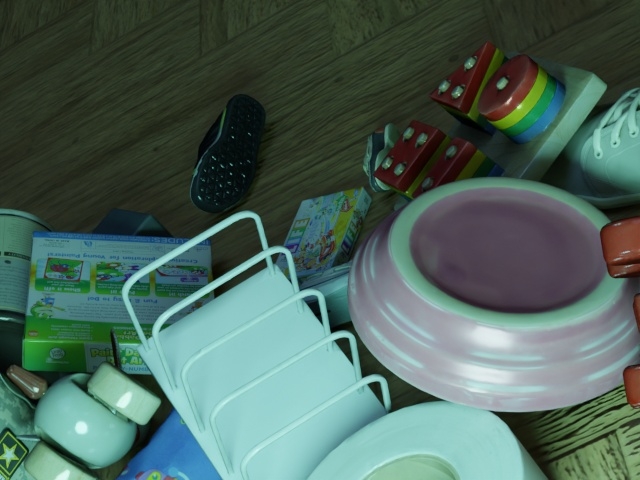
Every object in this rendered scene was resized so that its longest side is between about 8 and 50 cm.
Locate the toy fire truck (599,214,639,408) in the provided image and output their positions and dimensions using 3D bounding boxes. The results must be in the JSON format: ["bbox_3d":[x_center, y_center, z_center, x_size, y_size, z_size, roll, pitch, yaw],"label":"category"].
[{"bbox_3d":[0.400,0.056,1.508,0.253,0.302,0.169,-9,82,11],"label":"toy fire truck"}]

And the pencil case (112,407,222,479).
[{"bbox_3d":[-0.127,0.224,1.904,0.119,0.133,0.306,33,69,12],"label":"pencil case"}]

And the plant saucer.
[{"bbox_3d":[0.195,0.038,1.708,0.332,0.084,0.332,2,40,-1],"label":"plant saucer"}]

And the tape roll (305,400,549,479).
[{"bbox_3d":[0.095,0.299,1.605,0.286,0.100,0.286,-25,34,18],"label":"tape roll"}]

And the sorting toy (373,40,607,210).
[{"bbox_3d":[0.189,-0.129,1.973,0.255,0.089,0.257,-53,21,0],"label":"sorting toy"}]

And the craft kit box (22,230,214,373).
[{"bbox_3d":[-0.263,0.081,2.150,0.249,0.061,0.247,3,31,-8],"label":"craft kit box"}]

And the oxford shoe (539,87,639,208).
[{"bbox_3d":[0.385,-0.124,1.838,0.449,0.130,0.169,4,54,50],"label":"oxford shoe"}]

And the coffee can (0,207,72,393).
[{"bbox_3d":[-0.451,0.110,2.286,0.201,0.201,0.275,-30,32,11],"label":"coffee can"}]

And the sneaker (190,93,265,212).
[{"bbox_3d":[-0.144,-0.116,2.418,0.097,0.084,0.235,-40,21,46],"label":"sneaker"}]

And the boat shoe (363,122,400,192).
[{"bbox_3d":[0.079,-0.107,2.190,0.043,0.049,0.137,-24,31,26],"label":"boat shoe"}]

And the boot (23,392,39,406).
[{"bbox_3d":[-0.478,0.288,2.184,0.305,0.112,0.115,-36,23,6],"label":"boot"}]

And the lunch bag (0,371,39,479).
[{"bbox_3d":[-0.465,0.292,2.031,0.287,0.235,0.169,-37,33,3],"label":"lunch bag"}]

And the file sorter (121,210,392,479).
[{"bbox_3d":[-0.068,0.132,1.771,0.192,0.173,0.278,-31,58,-12],"label":"file sorter"}]

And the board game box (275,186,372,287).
[{"bbox_3d":[0.000,0.000,2.150,0.103,0.026,0.154,-13,39,34],"label":"board game box"}]

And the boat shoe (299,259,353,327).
[{"bbox_3d":[0.047,0.052,1.982,0.226,0.083,0.076,-11,41,36],"label":"boat shoe"}]

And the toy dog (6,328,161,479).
[{"bbox_3d":[-0.289,0.201,1.913,0.220,0.161,0.334,-50,-2,-23],"label":"toy dog"}]

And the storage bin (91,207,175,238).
[{"bbox_3d":[-0.267,0.011,2.339,0.135,0.091,0.098,9,54,50],"label":"storage bin"}]
